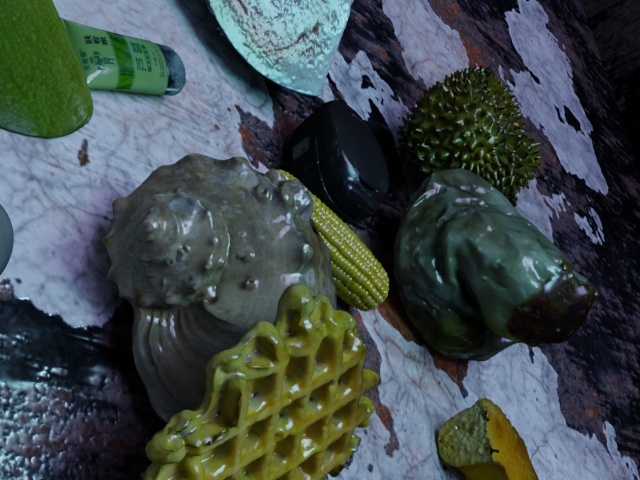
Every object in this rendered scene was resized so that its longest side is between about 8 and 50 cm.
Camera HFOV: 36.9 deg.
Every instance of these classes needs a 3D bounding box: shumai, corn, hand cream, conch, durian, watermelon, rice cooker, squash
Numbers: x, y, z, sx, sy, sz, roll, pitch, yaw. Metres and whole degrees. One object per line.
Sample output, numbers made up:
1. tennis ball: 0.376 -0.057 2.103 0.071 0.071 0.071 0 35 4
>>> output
1. shumai: 0.290 0.037 1.459 0.309 0.263 0.304 22 77 -40
2. corn: 0.000 0.000 1.304 0.248 0.081 0.081 44 35 -28
3. hand cream: -0.235 -0.215 1.159 0.175 0.046 0.095 1 68 -54
4. conch: -0.073 0.070 1.041 0.352 0.210 0.297 26 61 -42
5. durian: 0.266 -0.157 1.692 0.293 0.258 0.258 54 30 -32
6. watermelon: -0.045 -0.353 1.388 0.290 0.213 0.320 69 21 6
7. rice cooker: 0.025 -0.106 1.388 0.142 0.118 0.203 36 39 -37
8. squash: -0.368 -0.193 0.963 0.289 0.203 0.111 81 6 -52

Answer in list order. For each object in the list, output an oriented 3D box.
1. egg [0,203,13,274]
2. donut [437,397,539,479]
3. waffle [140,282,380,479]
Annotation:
1. egg: -0.320 0.006 0.804 0.103 0.103 0.135 58 33 -6
2. donut: 0.257 0.373 1.372 0.152 0.101 0.259 31 42 -42
3. waffle: -0.054 0.199 0.934 0.312 0.060 0.307 -48 144 -20
